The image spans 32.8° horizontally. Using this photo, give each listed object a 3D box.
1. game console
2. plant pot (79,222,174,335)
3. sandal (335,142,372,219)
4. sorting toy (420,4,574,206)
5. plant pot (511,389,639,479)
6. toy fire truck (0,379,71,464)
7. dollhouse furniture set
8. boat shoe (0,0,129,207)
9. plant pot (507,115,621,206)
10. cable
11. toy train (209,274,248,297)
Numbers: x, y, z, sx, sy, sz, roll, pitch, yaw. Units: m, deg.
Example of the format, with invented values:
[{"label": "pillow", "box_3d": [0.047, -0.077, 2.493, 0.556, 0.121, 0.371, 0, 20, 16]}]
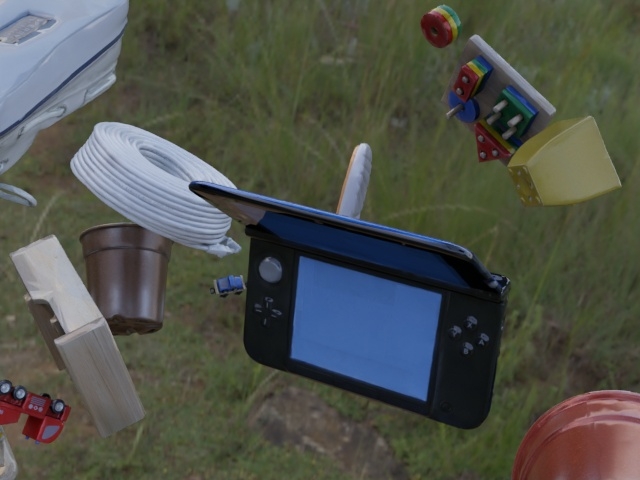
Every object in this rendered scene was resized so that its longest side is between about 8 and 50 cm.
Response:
[{"label": "game console", "box_3d": [0.022, 0.068, 1.083, 0.293, 0.250, 0.173, 15, 22, 24]}, {"label": "plant pot", "box_3d": [-0.335, 0.073, 1.890, 0.167, 0.167, 0.165, 2, 71, -15]}, {"label": "sandal", "box_3d": [0.003, -0.004, 1.370, 0.076, 0.265, 0.102, 17, 19, 10]}, {"label": "sorting toy", "box_3d": [0.202, -0.145, 1.285, 0.046, 0.132, 0.274, -37, 74, -24]}, {"label": "plant pot", "box_3d": [0.350, 0.343, 1.289, 0.272, 0.272, 0.265, 22, 12, 11]}, {"label": "toy fire truck", "box_3d": [-0.428, 0.246, 1.411, 0.047, 0.135, 0.192, 9, -16, 46]}, {"label": "dollhouse furniture set", "box_3d": [-0.471, 0.193, 1.430, 0.394, 0.362, 0.256, -26, 37, -16]}, {"label": "boat shoe", "box_3d": [-0.283, -0.098, 0.914, 0.136, 0.156, 0.367, 17, 35, 12]}, {"label": "plant pot", "box_3d": [0.246, -0.073, 1.134, 0.083, 0.081, 0.081, -27, 8, -14]}, {"label": "cable", "box_3d": [-0.247, -0.087, 1.659, 0.257, 0.089, 0.257, 15, 22, -49]}, {"label": "toy train", "box_3d": [-0.087, 0.058, 1.629, 0.158, 0.036, 0.027, -12, 70, -14]}]
